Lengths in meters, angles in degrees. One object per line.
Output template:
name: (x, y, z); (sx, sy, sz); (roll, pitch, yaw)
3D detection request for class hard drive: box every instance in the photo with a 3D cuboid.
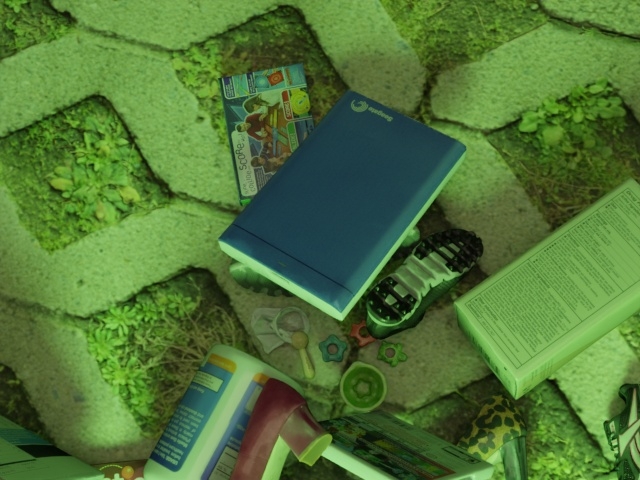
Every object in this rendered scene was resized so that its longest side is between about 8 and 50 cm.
hard drive: (0.035, -0.062, 1.294); (0.210, 0.040, 0.319); (29, 65, 22)

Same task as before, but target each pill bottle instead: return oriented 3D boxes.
pill bottle: (-0.145, 0.292, 1.239); (0.152, 0.152, 0.272); (27, 74, 7)

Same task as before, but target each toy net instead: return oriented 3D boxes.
toy net: (0.006, 0.149, 1.329); (0.232, 0.045, 0.122); (30, 82, 8)

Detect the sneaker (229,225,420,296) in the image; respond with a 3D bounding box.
sneaker: (0.000, 0.000, 1.347); (0.281, 0.105, 0.115); (-15, 57, -3)

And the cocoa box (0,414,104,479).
cocoa box: (-0.491, 0.415, 1.179); (0.227, 0.231, 0.347); (24, 86, 16)

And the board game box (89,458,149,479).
board game box: (-0.326, 0.395, 1.305); (0.281, 0.027, 0.145); (-6, 78, 1)

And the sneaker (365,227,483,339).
sneaker: (0.144, 0.066, 1.324); (0.234, 0.106, 0.078); (-36, 69, -30)

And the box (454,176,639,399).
box: (0.355, 0.068, 1.277); (0.311, 0.121, 0.148); (-33, 65, -4)

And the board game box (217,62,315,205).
board game box: (-0.075, -0.164, 1.398); (0.136, 0.035, 0.201); (-10, 79, 0)

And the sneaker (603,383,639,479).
sneaker: (0.433, 0.285, 1.282); (0.077, 0.072, 0.178); (16, 72, 17)

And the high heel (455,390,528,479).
high heel: (0.163, 0.310, 1.285); (0.261, 0.093, 0.186); (-4, 63, 9)

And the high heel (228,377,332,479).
high heel: (-0.104, 0.291, 1.153); (0.244, 0.082, 0.117); (-48, 58, -1)

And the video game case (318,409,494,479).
video game case: (0.095, 0.278, 1.194); (0.201, 0.183, 0.023); (20, 102, 41)
